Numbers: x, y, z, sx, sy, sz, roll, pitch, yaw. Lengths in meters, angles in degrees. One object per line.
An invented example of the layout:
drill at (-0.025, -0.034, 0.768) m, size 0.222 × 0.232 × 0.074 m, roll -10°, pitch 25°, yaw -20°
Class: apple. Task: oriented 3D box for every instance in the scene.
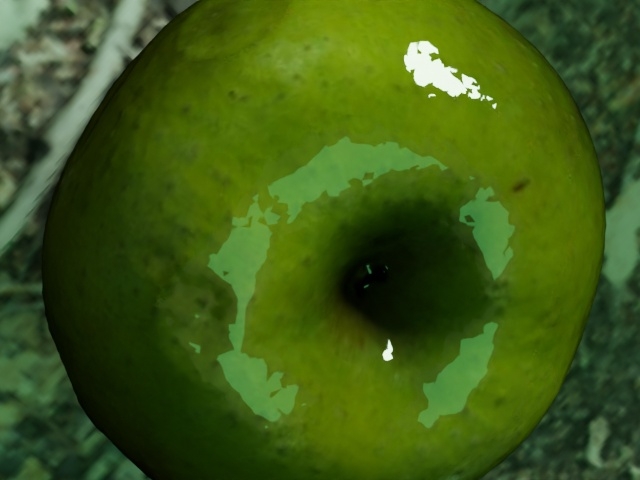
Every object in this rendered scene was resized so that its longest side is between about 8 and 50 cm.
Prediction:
apple at (0.000, 0.000, 0.607) m, size 0.196 × 0.157 × 0.196 m, roll -8°, pitch 115°, yaw -19°
